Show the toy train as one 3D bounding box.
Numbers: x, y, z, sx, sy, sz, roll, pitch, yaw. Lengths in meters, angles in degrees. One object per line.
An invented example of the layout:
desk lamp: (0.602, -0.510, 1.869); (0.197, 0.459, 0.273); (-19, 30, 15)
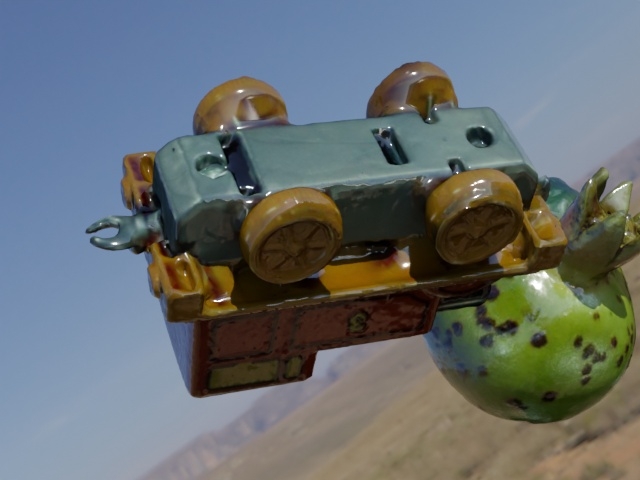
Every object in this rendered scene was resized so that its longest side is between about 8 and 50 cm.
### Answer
toy train: (0.000, 0.000, 0.997); (0.369, 0.163, 0.232); (-7, -42, -18)

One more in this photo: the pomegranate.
pomegranate: (0.223, 0.039, 1.294); (0.231, 0.230, 0.286); (-26, -42, -59)

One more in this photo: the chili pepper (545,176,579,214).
chili pepper: (0.246, 0.014, 1.590); (0.165, 0.174, 0.261); (8, 16, 36)
